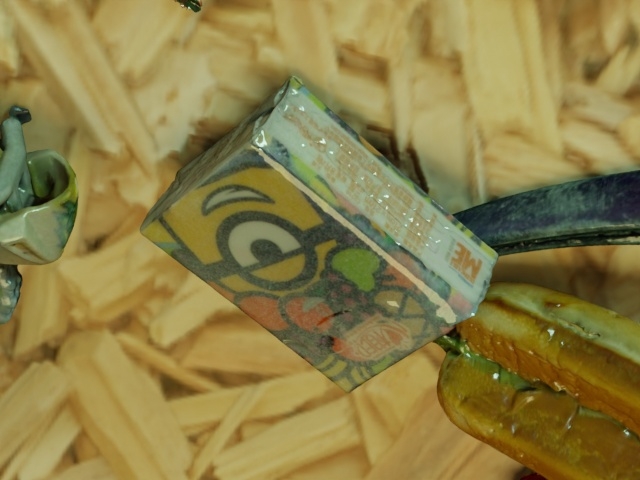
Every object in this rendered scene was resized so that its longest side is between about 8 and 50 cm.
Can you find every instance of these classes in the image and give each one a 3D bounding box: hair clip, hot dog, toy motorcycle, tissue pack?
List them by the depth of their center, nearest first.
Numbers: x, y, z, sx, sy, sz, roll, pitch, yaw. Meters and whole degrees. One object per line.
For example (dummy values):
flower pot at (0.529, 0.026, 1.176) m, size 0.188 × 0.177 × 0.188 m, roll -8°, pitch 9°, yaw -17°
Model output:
toy motorcycle at (-0.209, -0.049, 0.969) m, size 0.130 × 0.094 × 0.229 m, roll -22°, pitch 121°, yaw 27°
tissue pack at (0.000, 0.000, 0.987) m, size 0.148 × 0.060 × 0.109 m, roll 39°, pitch 136°, yaw -16°
hair clip at (0.146, -0.010, 0.991) m, size 0.275 × 0.048 × 0.083 m, roll -4°, pitch 144°, yaw 24°
hot dog at (0.168, 0.095, 1.036) m, size 0.250 × 0.076 × 0.104 m, roll 27°, pitch 114°, yaw 26°

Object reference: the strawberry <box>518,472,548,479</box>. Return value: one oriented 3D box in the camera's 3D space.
strawberry at (0.154, 0.176, 1.214) m, size 0.083 × 0.073 × 0.073 m, roll -7°, pitch 162°, yaw -47°

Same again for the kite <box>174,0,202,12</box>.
kite at (-0.077, -0.164, 0.850) m, size 0.160 × 0.010 × 0.183 m, roll 3°, pitch 142°, yaw 6°
